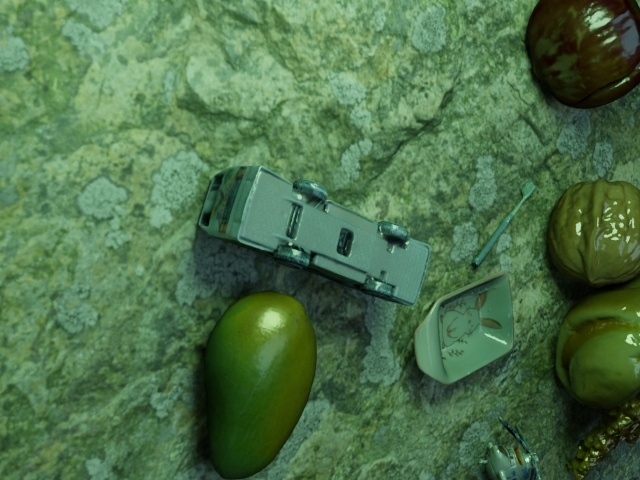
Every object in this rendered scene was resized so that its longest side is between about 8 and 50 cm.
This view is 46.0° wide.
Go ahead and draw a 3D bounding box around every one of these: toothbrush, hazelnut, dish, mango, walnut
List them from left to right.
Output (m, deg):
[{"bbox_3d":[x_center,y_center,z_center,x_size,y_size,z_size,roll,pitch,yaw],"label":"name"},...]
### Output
[{"bbox_3d":[-0.080,0.190,0.991,0.156,0.114,0.251,2,94,-47],"label":"mango"},{"bbox_3d":[0.233,0.147,1.280,0.234,0.064,0.154,-18,107,-38],"label":"dish"},{"bbox_3d":[0.337,-0.032,1.376,0.219,0.016,0.019,-50,122,-24],"label":"toothbrush"},{"bbox_3d":[0.481,-0.358,1.358,0.218,0.218,0.234,-34,97,-32],"label":"hazelnut"},{"bbox_3d":[0.529,-0.012,1.424,0.213,0.213,0.213,-6,99,-39],"label":"walnut"}]

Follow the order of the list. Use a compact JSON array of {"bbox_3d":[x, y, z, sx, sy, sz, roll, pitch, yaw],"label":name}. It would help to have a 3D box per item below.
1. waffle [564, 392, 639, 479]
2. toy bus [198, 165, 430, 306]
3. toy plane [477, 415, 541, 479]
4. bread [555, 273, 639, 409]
[{"bbox_3d":[0.652,0.375,1.603,0.292,0.069,0.260,-14,137,-41],"label":"waffle"},{"bbox_3d":[0.000,0.000,1.019,0.329,0.136,0.109,23,78,-39],"label":"toy bus"},{"bbox_3d":[0.373,0.454,1.446,0.273,0.107,0.182,54,16,-59],"label":"toy plane"},{"bbox_3d":[0.594,0.175,1.474,0.341,0.300,0.210,-34,73,-23],"label":"bread"}]
